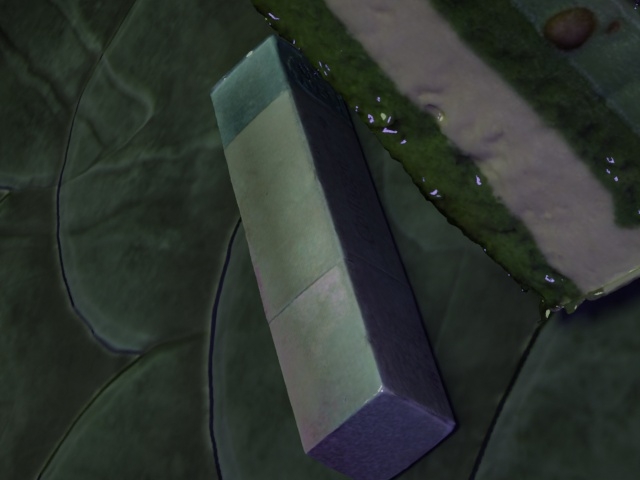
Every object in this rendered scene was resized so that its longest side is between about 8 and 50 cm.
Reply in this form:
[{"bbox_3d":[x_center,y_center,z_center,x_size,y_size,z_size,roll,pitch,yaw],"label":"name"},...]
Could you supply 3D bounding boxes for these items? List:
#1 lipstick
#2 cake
[{"bbox_3d":[0.000,0.000,0.934,0.068,0.066,0.317,-41,41,22],"label":"lipstick"},{"bbox_3d":[0.086,-0.127,0.761,0.158,0.283,0.172,-32,28,32],"label":"cake"}]
